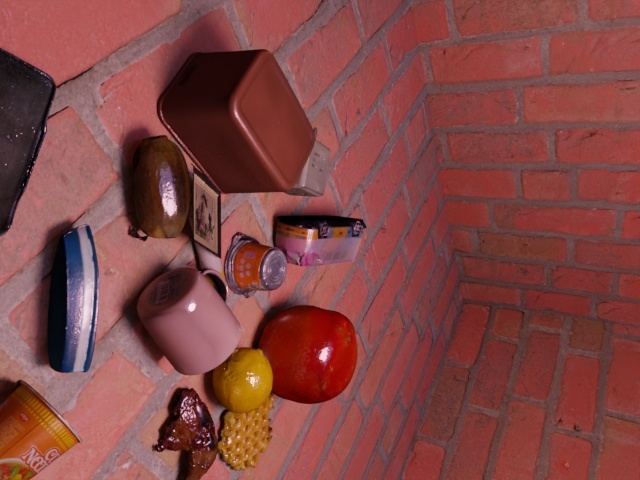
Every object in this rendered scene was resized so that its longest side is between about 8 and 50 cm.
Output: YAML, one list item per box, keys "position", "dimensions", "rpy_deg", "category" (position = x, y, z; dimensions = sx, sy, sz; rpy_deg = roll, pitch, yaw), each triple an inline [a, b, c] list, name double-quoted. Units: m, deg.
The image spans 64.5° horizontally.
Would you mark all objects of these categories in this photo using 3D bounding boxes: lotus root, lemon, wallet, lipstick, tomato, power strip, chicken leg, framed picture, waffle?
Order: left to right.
- position: [-0.577, -0.171, 0.875]
  dimensions: [0.172, 0.045, 0.318]
  rpy_deg: [25, 74, -54]
  category: "wallet"
- position: [-0.364, -0.118, 1.161]
  dimensions: [0.124, 0.123, 0.241]
  rpy_deg: [-28, 122, -65]
  category: "lotus root"
- position: [-0.349, 0.549, 1.353]
  dimensions: [0.177, 0.083, 0.322]
  rpy_deg: [-26, 116, -45]
  category: "chicken leg"
- position: [-0.302, 0.015, 1.346]
  dimensions: [0.059, 0.059, 0.264]
  rpy_deg: [-38, 127, -50]
  category: "lipstick"
- position: [-0.285, -0.066, 1.274]
  dimensions: [0.199, 0.010, 0.195]
  rpy_deg: [58, 27, -73]
  category: "framed picture"
- position: [-0.221, 0.399, 1.441]
  dimensions: [0.173, 0.173, 0.206]
  rpy_deg: [-24, 131, -55]
  category: "lemon"
- position: [-0.218, 0.581, 1.589]
  dimensions: [0.291, 0.051, 0.291]
  rpy_deg: [-18, 112, -54]
  category: "waffle"
- position: [-0.060, -0.262, 1.619]
  dimensions: [0.140, 0.139, 0.224]
  rpy_deg: [16, 82, -58]
  category: "power strip"
- position: [-0.039, 0.365, 1.634]
  dimensions: [0.325, 0.293, 0.290]
  rpy_deg: [71, 27, -50]
  category: "tomato"

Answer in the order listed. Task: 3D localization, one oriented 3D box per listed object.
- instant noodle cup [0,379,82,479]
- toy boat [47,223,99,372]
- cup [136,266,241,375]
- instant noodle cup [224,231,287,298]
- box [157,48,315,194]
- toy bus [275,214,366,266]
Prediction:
- position: [-0.561, 0.374, 0.907]
  dimensions: [0.185, 0.168, 0.168]
  rpy_deg: [-45, 132, -36]
  category: "instant noodle cup"
- position: [-0.496, 0.115, 1.015]
  dimensions: [0.061, 0.096, 0.299]
  rpy_deg: [3, 90, -50]
  category: "toy boat"
- position: [-0.310, 0.166, 1.244]
  dimensions: [0.200, 0.191, 0.253]
  rpy_deg: [67, 34, -34]
  category: "cup"
- position: [-0.178, 0.079, 1.497]
  dimensions: [0.177, 0.125, 0.208]
  rpy_deg: [-56, 139, -39]
  category: "instant noodle cup"
- position: [-0.195, -0.297, 1.306]
  dimensions: [0.339, 0.229, 0.239]
  rpy_deg: [57, 48, -47]
  category: "box"
- position: [0.000, 0.000, 1.738]
  dimensions: [0.386, 0.171, 0.162]
  rpy_deg: [-4, 102, -58]
  category: "toy bus"
